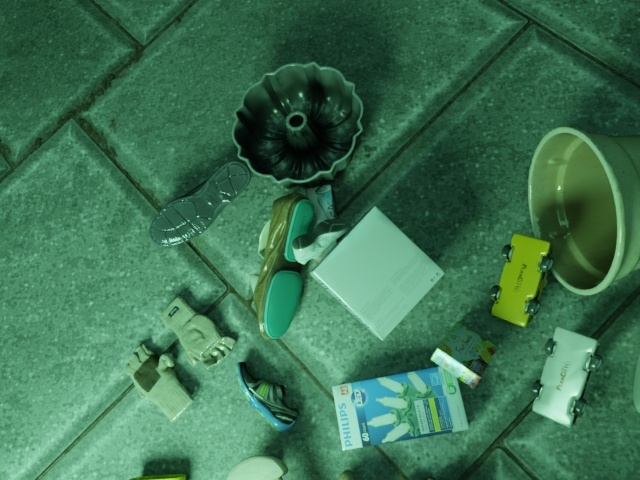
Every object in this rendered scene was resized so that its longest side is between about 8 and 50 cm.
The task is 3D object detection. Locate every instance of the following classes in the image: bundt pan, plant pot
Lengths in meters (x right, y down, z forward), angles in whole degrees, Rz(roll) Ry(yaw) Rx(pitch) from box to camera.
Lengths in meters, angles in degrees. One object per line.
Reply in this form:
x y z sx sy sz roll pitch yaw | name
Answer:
-0.047 -0.273 1.341 0.330 0.124 0.331 -3 73 11 | bundt pan
0.635 -0.082 1.064 0.305 0.334 0.334 -10 71 -3 | plant pot

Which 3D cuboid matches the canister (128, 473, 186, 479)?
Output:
-0.355 0.604 1.159 0.126 0.073 0.170 -7 73 10 | canister

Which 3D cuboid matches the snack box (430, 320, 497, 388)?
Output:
0.299 0.233 1.110 0.100 0.141 0.037 32 118 19 | snack box

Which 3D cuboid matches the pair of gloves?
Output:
-0.339 0.279 1.273 0.204 0.042 0.240 31 79 22 | pair of gloves

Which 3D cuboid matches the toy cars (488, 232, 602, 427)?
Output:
0.471 0.176 1.113 0.176 0.087 0.394 -32 67 37 | toy cars

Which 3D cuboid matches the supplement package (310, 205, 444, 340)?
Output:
0.115 0.070 1.160 0.203 0.149 0.194 44 84 0 | supplement package

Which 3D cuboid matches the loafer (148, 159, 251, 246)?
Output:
-0.299 -0.093 1.368 0.302 0.095 0.109 -38 100 3 | loafer

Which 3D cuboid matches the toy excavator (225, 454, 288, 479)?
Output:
-0.101 0.708 1.011 0.433 0.222 0.445 36 75 17 | toy excavator

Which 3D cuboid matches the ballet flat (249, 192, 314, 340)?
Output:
-0.105 0.054 1.253 0.124 0.116 0.342 11 90 42 | ballet flat

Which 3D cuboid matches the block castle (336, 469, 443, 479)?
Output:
0.215 0.550 0.938 0.453 0.303 0.213 12 75 14 | block castle

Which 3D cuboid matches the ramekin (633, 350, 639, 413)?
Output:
0.681 0.208 0.958 0.148 0.303 0.303 16 77 23 | ramekin

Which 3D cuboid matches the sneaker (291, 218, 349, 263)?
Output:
0.000 0.000 1.222 0.152 0.061 0.053 -28 46 -23 | sneaker

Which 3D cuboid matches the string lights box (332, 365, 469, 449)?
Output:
0.166 0.351 1.129 0.259 0.077 0.133 -13 72 7 | string lights box

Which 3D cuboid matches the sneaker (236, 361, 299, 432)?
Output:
-0.122 0.344 1.205 0.078 0.067 0.188 -38 66 -25 | sneaker

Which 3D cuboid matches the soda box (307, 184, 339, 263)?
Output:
0.009 -0.038 1.291 0.063 0.058 0.183 -9 72 9 | soda box
